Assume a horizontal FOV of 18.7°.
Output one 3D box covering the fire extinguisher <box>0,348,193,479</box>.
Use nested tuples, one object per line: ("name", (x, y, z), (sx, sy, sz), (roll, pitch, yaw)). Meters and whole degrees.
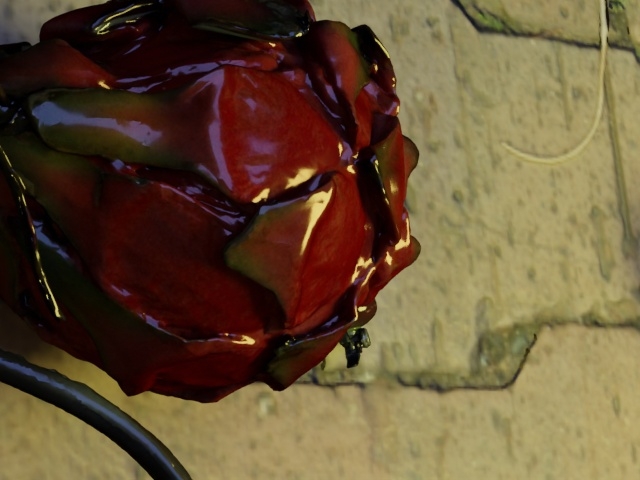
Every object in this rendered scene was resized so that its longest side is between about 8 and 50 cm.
("fire extinguisher", (-0.183, 0.111, 0.868), (0.200, 0.113, 0.376), (-34, 96, -1))

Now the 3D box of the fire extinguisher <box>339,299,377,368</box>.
("fire extinguisher", (0.000, 0.000, 1.128), (0.064, 0.043, 0.158), (34, 39, -78))

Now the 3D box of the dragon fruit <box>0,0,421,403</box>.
("dragon fruit", (-0.087, -0.034, 0.961), (0.293, 0.234, 0.233), (18, 62, -37))
